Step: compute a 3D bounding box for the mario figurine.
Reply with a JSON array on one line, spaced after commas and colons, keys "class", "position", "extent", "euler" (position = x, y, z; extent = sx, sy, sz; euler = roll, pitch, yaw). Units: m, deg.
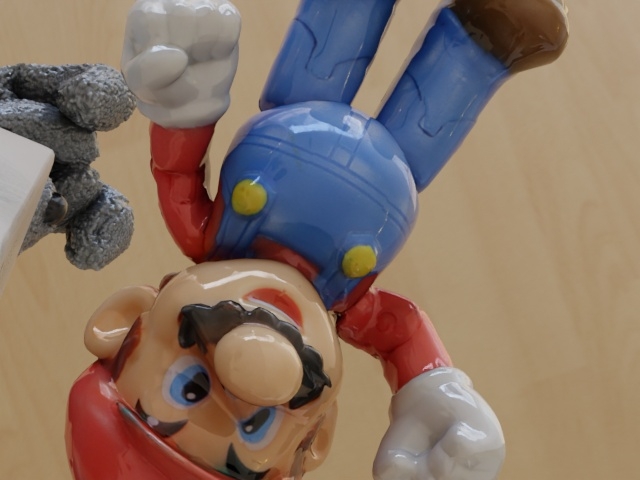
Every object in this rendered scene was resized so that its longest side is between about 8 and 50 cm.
[{"class": "mario figurine", "position": [0.000, 0.000, 0.681], "extent": [0.198, 0.170, 0.320], "euler": [18, 75, 28]}]

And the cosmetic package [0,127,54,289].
[{"class": "cosmetic package", "position": [-0.248, -0.005, 0.660], "extent": [0.224, 0.225, 0.138], "euler": [22, 99, -9]}]

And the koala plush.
[{"class": "koala plush", "position": [-0.285, -0.041, 1.349], "extent": [0.203, 0.221, 0.196], "euler": [8, 118, 8]}]
